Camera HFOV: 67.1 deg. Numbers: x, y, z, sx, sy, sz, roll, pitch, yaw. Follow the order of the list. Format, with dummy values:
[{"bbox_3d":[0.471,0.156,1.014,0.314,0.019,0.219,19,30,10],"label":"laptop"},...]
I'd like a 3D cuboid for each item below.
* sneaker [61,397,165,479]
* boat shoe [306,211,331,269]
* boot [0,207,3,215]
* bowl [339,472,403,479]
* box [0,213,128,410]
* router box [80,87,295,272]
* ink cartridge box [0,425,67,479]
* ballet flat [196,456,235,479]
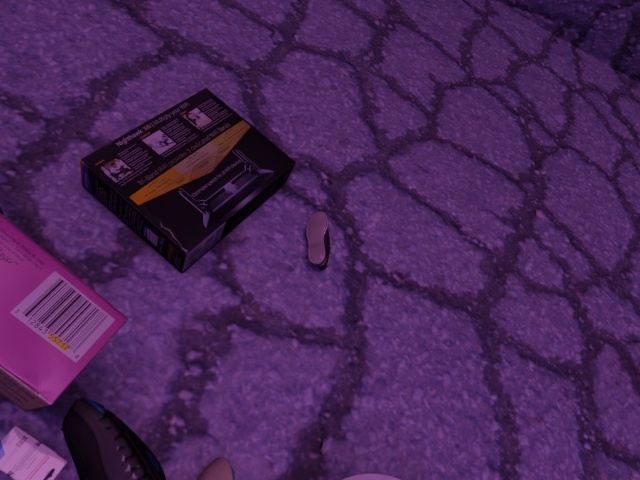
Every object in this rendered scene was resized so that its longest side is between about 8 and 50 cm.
[{"bbox_3d":[-0.228,0.329,0.537,0.140,0.125,0.341,-36,59,-17],"label":"sneaker"},{"bbox_3d":[0.000,0.000,0.953,0.046,0.038,0.125,-15,52,16],"label":"boat shoe"},{"bbox_3d":[-0.530,0.059,0.680,0.161,0.083,0.246,48,55,-3],"label":"boot"},{"bbox_3d":[0.059,0.472,0.612,0.298,0.134,0.298,18,44,-19],"label":"bowl"},{"bbox_3d":[-0.381,0.089,0.575,0.213,0.243,0.117,45,51,-15],"label":"box"},{"bbox_3d":[-0.235,-0.125,0.903,0.243,0.081,0.309,41,53,4],"label":"router box"},{"bbox_3d":[-0.376,0.285,0.622,0.083,0.028,0.048,34,53,0],"label":"ink cartridge box"},{"bbox_3d":[-0.162,0.401,0.601,0.086,0.086,0.248,12,56,-16],"label":"ballet flat"}]
